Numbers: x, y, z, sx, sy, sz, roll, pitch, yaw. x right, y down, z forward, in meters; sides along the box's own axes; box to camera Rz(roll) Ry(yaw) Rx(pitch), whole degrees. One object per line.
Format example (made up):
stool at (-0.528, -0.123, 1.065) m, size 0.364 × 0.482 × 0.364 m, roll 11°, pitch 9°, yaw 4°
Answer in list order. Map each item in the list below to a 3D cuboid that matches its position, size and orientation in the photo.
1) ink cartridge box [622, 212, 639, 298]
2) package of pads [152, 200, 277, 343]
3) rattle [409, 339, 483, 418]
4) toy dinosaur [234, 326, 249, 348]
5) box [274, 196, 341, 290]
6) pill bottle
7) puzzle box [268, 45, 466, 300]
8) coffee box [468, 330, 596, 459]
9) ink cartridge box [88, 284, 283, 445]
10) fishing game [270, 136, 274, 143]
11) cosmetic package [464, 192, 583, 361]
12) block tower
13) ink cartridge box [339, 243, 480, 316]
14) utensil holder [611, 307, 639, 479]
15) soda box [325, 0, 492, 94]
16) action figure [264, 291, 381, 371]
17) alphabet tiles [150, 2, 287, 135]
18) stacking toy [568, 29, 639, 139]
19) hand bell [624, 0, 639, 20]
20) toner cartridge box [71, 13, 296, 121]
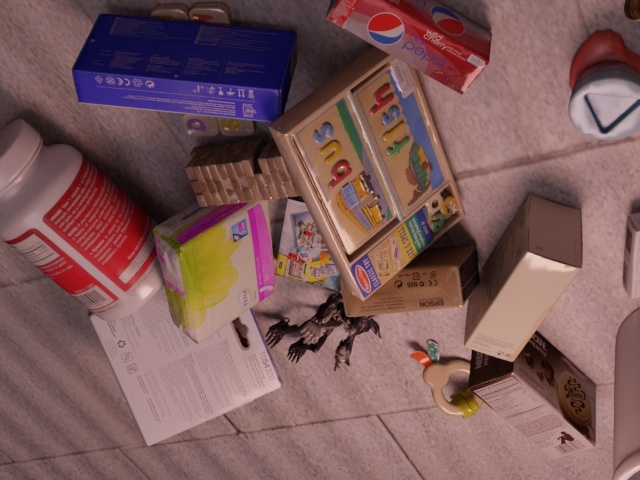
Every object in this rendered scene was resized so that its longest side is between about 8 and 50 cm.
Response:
ink cartridge box at (0.690, 0.013, 1.941) m, size 0.232 × 0.066 × 0.189 m, roll -13°, pitch 134°, yaw -1°
package of pads at (-0.207, 0.046, 2.074) m, size 0.101 × 0.229 × 0.296 m, roll 37°, pitch 148°, yaw 33°
rattle at (0.282, 0.307, 2.359) m, size 0.200 × 0.143 × 0.130 m, roll 35°, pitch 103°, yaw 0°
toy dinosaur at (-0.263, 0.237, 2.359) m, size 0.322 × 0.164 × 0.218 m, roll 44°, pitch 116°, yaw 0°
box at (0.000, 0.000, 2.104) m, size 0.159 × 0.044 × 0.233 m, roll 14°, pitch 137°, yaw 1°
pill bottle at (-0.500, -0.041, 2.063) m, size 0.229 × 0.229 × 0.407 m, roll -23°, pitch 125°, yaw 34°
puzzle box at (0.095, -0.117, 1.818) m, size 0.052 × 0.272 × 0.409 m, roll 35°, pitch 159°, yaw 47°
coffee box at (0.457, 0.314, 2.217) m, size 0.119 × 0.168 × 0.297 m, roll -29°, pitch 121°, yaw 37°
ink cartridge box at (-0.291, 0.239, 2.265) m, size 0.330 × 0.071 × 0.324 m, roll -22°, pitch 103°, yaw -9°
fishing game at (0.027, -0.146, 1.952) m, size 0.264 × 0.041 × 0.189 m, roll 22°, pitch 129°, yaw 1°
cosmetic package at (0.387, 0.077, 1.997) m, size 0.113 × 0.160 × 0.309 m, roll 18°, pitch 138°, yaw -5°
block tower at (-0.089, -0.135, 1.916) m, size 0.335 × 0.097 × 0.091 m, roll -5°, pitch 121°, yaw 24°
ink cartridge box at (0.179, 0.076, 2.017) m, size 0.235 × 0.193 × 0.088 m, roll -6°, pitch 99°, yaw 21°
utensil holder at (0.733, 0.347, 2.017) m, size 0.327 × 0.385 × 0.327 m, roll 8°, pitch 136°, yaw 8°
soda box at (0.145, -0.347, 1.668) m, size 0.263 × 0.092 × 0.083 m, roll 27°, pitch 134°, yaw -14°
action figure at (0.020, 0.200, 2.241) m, size 0.276 × 0.141 × 0.164 m, roll -23°, pitch 123°, yaw 37°
alphabet tiles at (-0.206, -0.301, 1.866) m, size 0.278 × 0.021 × 0.284 m, roll 2°, pitch 136°, yaw 13°
stacking toy at (0.566, -0.235, 1.642) m, size 0.309 × 0.130 × 0.279 m, roll 21°, pitch 137°, yaw -7°
hand bell at (0.585, -0.319, 1.539) m, size 0.242 × 0.126 × 0.126 m, roll 29°, pitch 135°, yaw -18°
toner cartridge box at (-0.223, -0.292, 1.743) m, size 0.348 × 0.165 × 0.075 m, roll 7°, pitch 136°, yaw 6°
